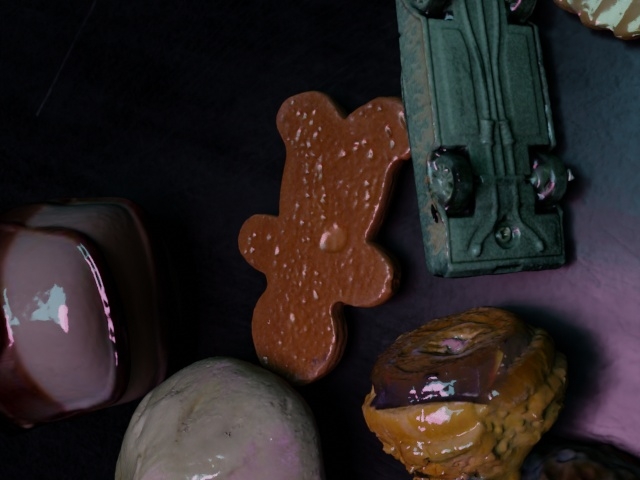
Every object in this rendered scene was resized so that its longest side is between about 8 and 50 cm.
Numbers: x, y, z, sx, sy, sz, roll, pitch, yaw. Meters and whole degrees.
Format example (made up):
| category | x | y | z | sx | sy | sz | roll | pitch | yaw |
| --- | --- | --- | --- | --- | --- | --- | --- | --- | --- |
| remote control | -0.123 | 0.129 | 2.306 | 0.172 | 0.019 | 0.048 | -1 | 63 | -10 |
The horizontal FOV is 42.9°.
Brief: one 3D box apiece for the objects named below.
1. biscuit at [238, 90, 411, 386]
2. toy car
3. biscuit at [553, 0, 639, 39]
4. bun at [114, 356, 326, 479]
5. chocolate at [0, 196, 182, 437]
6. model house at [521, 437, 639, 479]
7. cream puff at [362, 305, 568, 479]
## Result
| category | x | y | z | sx | sy | sz | roll | pitch | yaw |
| --- | --- | --- | --- | --- | --- | --- | --- | --- | --- |
| biscuit | 0.002 | 0.000 | 0.882 | 0.205 | 0.049 | 0.324 | 13 | 94 | 33 |
| toy car | 0.137 | -0.126 | 0.752 | 0.097 | 0.141 | 0.321 | 159 | 106 | -65 |
| biscuit | 0.299 | -0.267 | 0.714 | 0.273 | 0.036 | 0.187 | 16 | 95 | 32 |
| bun | -0.129 | 0.262 | 0.852 | 0.283 | 0.179 | 0.283 | -1 | 89 | 48 |
| chocolate | -0.266 | 0.087 | 0.935 | 0.186 | 0.283 | 0.284 | 2 | 88 | 19 |
| model house | 0.191 | 0.349 | 0.574 | 0.360 | 0.339 | 0.298 | 33 | 106 | 30 |
| cream puff | 0.131 | 0.143 | 0.718 | 0.189 | 0.189 | 0.130 | -17 | 104 | 31 |
